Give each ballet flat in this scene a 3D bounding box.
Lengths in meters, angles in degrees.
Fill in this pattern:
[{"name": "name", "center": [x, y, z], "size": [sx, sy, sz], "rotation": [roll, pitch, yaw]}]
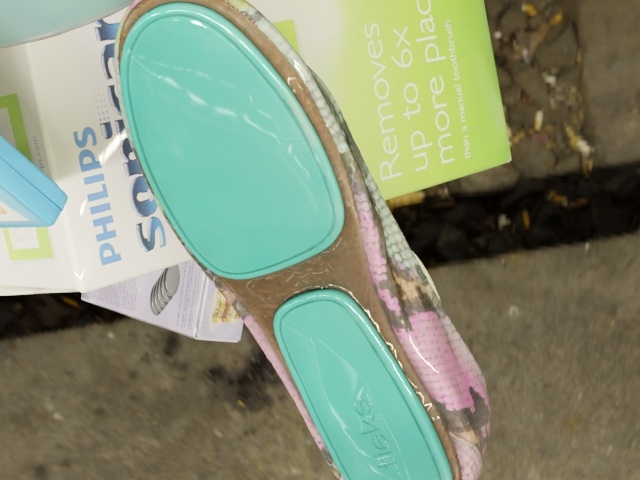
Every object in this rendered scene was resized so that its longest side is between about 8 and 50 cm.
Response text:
[{"name": "ballet flat", "center": [0.000, 0.000, 0.503], "size": [0.077, 0.079, 0.221], "rotation": [-19, 111, 28]}]

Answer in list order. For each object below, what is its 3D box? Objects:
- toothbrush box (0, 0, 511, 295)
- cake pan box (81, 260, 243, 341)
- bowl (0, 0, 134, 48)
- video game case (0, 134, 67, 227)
[{"name": "toothbrush box", "center": [-0.054, -0.106, 0.669], "size": [0.122, 0.283, 0.206], "rotation": [-3, 100, 48]}, {"name": "cake pan box", "center": [-0.159, -0.040, 1.522], "size": [0.245, 0.070, 0.267], "rotation": [9, 91, 49]}, {"name": "bowl", "center": [-0.140, -0.238, 0.475], "size": [0.311, 0.163, 0.312], "rotation": [-8, 71, 24]}, {"name": "video game case", "center": [-0.180, -0.041, 0.484], "size": [0.166, 0.119, 0.015], "rotation": [-2, 54, 41]}]
